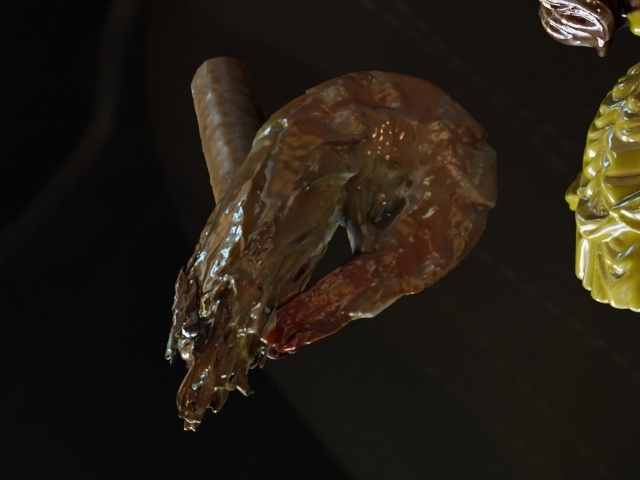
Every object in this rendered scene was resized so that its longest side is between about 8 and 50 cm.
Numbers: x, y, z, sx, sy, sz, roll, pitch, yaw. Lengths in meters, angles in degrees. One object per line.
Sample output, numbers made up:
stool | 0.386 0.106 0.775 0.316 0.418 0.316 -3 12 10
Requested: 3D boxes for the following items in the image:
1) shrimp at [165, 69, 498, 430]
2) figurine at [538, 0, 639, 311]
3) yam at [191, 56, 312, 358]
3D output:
shrimp | 0.000 0.000 0.677 0.101 0.190 0.042 29 149 16
figurine | 0.220 -0.134 1.149 0.168 0.187 0.315 9 123 50
yam | -0.041 -0.026 1.018 0.046 0.046 0.264 -55 30 26
